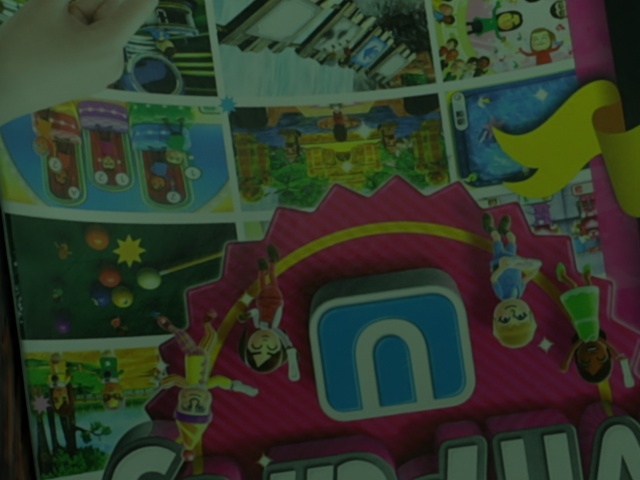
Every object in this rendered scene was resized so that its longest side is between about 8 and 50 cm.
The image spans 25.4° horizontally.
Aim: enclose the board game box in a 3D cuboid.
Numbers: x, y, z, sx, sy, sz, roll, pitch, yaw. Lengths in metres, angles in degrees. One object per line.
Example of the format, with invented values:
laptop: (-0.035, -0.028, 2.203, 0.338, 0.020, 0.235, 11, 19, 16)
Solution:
board game box: (0.036, 0.013, 0.390, 0.097, 0.224, 0.303, 82, 0, -88)
